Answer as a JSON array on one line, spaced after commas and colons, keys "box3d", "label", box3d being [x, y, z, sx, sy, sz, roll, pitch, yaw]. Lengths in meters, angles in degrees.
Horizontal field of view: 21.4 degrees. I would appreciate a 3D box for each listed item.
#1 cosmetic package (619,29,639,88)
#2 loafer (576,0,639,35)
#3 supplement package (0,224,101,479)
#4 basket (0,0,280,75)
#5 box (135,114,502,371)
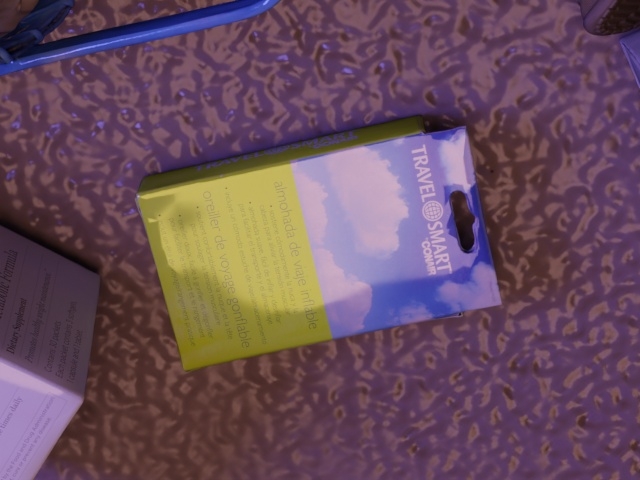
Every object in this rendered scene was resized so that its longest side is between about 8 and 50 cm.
[{"box3d": [0.326, -0.083, 0.842, 0.309, 0.113, 0.160, -22, 107, 9], "label": "cosmetic package"}, {"box3d": [0.174, -0.169, 0.849, 0.056, 0.050, 0.148, 2, 131, -46], "label": "loafer"}, {"box3d": [-0.254, 0.044, 0.865, 0.244, 0.139, 0.134, 28, 111, -16], "label": "supplement package"}, {"box3d": [-0.173, -0.186, 0.767, 0.288, 0.201, 0.255, -18, 107, 17], "label": "basket"}, {"box3d": [0.000, 0.000, 0.913, 0.178, 0.042, 0.109, -12, 109, 5], "label": "box"}]
